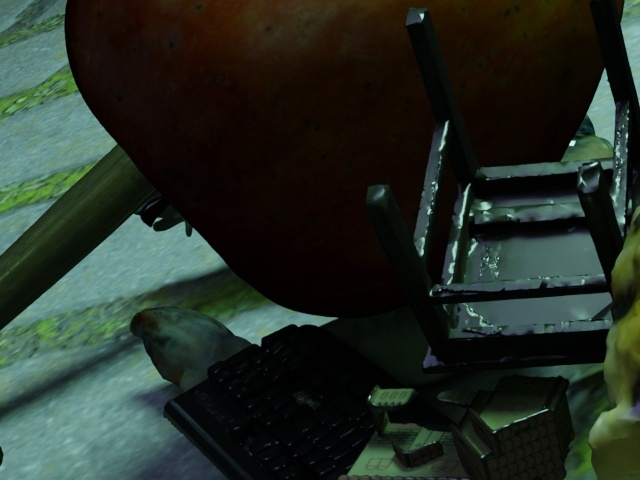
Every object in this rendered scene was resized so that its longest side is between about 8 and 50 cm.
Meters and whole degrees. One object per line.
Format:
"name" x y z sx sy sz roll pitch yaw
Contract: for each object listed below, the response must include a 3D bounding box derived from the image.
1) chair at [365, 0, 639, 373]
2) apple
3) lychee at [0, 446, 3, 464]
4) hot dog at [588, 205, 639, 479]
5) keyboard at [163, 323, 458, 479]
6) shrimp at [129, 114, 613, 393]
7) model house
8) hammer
"chair" 0.090 0.017 0.645 0.084 0.212 0.101 -4 49 20
"apple" 0.011 -0.078 0.758 0.234 0.234 0.234 -23 21 9
"lychee" -0.237 0.103 0.801 0.200 0.200 0.238 -35 1 -22
"hot dog" 0.287 -0.062 0.518 0.365 0.196 0.367 -4 53 32
"keyboard" 0.012 0.092 0.718 0.094 0.025 0.230 -30 29 -17
"shrimp" 0.000 0.000 0.922 0.360 0.085 0.247 6 50 48
"model house" 0.048 0.084 0.621 0.083 0.057 0.058 -1 28 29
"hammer" -0.157 0.003 0.986 0.440 0.044 0.168 -43 24 6
